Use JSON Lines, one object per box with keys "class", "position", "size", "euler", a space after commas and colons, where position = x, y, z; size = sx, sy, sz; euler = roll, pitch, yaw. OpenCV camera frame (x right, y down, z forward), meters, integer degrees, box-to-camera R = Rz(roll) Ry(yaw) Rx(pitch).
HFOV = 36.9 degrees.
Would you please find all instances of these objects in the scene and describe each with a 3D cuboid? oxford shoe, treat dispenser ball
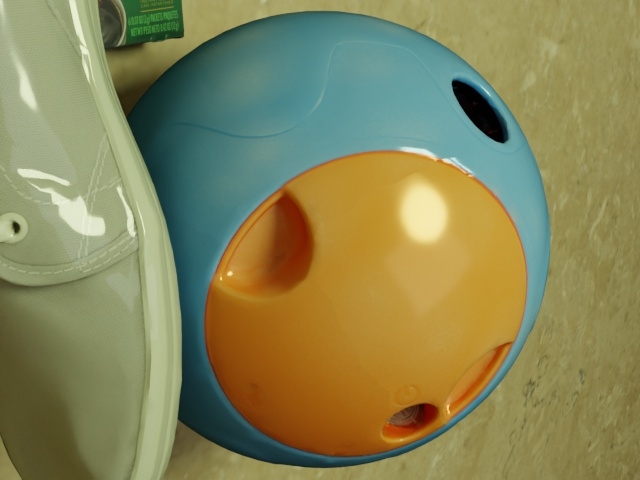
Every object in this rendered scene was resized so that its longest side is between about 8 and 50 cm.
{"class": "oxford shoe", "position": [-0.175, -0.056, 0.471], "size": [0.130, 0.169, 0.449], "euler": [-26, 113, -52]}
{"class": "treat dispenser ball", "position": [0.000, 0.000, 0.618], "size": [0.288, 0.288, 0.288], "euler": [-20, 116, -50]}

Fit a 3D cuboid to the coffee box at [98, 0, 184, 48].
{"class": "coffee box", "position": [-0.139, -0.209, 0.578], "size": [0.113, 0.040, 0.184], "euler": [-23, 118, -49]}
